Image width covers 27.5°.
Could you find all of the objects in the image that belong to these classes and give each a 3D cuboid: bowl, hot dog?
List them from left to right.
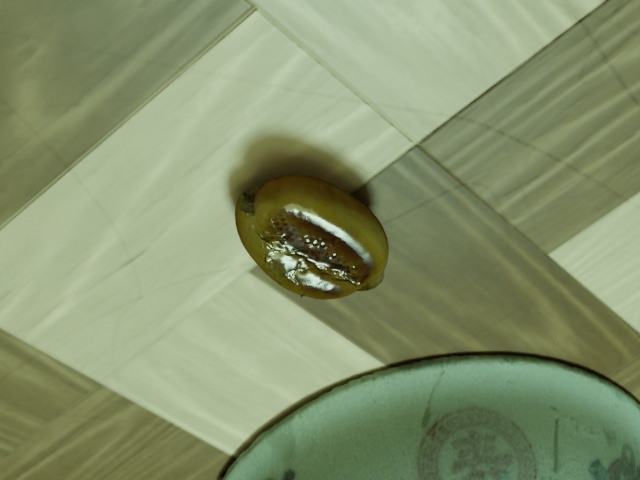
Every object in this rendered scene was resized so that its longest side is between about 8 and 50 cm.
[{"bbox_3d":[0.001,-0.001,0.946,0.140,0.060,0.090,31,125,-25],"label":"hot dog"},{"bbox_3d":[0.122,0.316,1.170,0.435,0.196,0.434,-5,133,-5],"label":"bowl"}]
